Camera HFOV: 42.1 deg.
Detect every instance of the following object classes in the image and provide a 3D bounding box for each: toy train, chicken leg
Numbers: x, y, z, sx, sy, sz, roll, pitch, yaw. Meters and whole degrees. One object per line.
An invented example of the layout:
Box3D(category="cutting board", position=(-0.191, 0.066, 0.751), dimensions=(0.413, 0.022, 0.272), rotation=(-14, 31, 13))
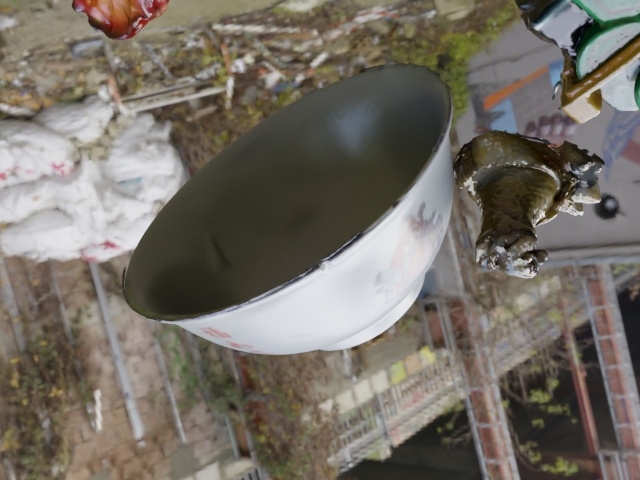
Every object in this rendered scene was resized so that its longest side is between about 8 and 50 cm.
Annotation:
Box3D(category="toy train", position=(0.362, -0.289, 0.841), dimensions=(0.429, 0.249, 0.178), rotation=(-41, -157, 44))
Box3D(category="chicken leg", position=(0.171, -0.042, 0.734), dimensions=(0.125, 0.080, 0.196), rotation=(29, -144, 22))

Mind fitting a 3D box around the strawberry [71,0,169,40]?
Box3D(category="strawberry", position=(-0.134, -0.265, 0.564), dimensions=(0.190, 0.236, 0.111), rotation=(10, -148, 40))

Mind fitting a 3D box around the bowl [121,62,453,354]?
Box3D(category="bowl", position=(0.000, 0.000, 0.777), dimensions=(0.346, 0.157, 0.345), rotation=(-26, -151, 16))
